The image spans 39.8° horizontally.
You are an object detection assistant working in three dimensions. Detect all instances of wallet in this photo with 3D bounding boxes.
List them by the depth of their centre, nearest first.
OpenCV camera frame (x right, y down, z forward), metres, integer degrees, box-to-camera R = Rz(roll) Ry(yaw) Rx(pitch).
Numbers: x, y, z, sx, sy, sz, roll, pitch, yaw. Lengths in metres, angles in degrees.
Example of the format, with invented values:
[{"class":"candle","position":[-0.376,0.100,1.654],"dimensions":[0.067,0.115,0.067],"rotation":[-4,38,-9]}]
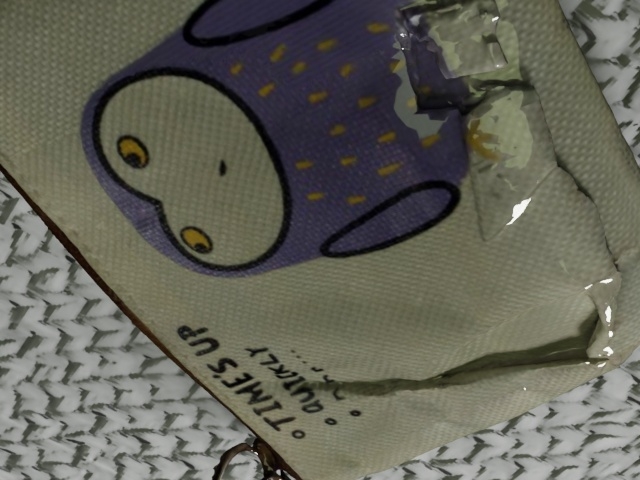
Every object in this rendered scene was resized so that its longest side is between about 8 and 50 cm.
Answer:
[{"class":"wallet","position":[-0.001,-0.001,0.401],"dimensions":[0.275,0.068,0.335],"rotation":[-25,117,22]}]
